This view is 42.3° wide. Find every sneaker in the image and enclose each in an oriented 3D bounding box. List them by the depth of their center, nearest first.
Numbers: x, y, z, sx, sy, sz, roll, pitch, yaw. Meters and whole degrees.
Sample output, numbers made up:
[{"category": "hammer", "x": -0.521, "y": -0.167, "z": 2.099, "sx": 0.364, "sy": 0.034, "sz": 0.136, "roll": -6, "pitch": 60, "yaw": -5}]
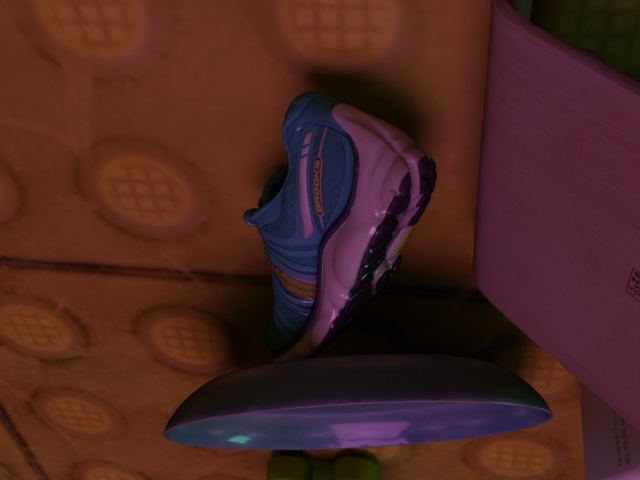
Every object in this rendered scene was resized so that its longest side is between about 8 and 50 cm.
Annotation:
[{"category": "sneaker", "x": 0.000, "y": 0.000, "z": 0.608, "sx": 0.110, "sy": 0.107, "sz": 0.275, "roll": 39, "pitch": 144, "yaw": 14}]

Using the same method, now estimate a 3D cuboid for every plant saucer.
[{"category": "plant saucer", "x": 0.029, "y": 0.140, "z": 0.696, "sx": 0.318, "sy": 0.043, "sz": 0.317, "roll": -3, "pitch": 160, "yaw": -1}]

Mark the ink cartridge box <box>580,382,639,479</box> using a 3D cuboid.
[{"category": "ink cartridge box", "x": 0.377, "y": 0.152, "z": 0.655, "sx": 0.198, "sy": 0.114, "sz": 0.273, "roll": 34, "pitch": 134, "yaw": -23}]

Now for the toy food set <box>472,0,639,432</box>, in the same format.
[{"category": "toy food set", "x": 0.204, "y": 0.005, "z": 0.446, "sx": 0.092, "sy": 0.306, "sz": 0.219, "roll": -30, "pitch": 141, "yaw": -21}]

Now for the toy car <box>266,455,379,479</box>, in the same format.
[{"category": "toy car", "x": 0.014, "y": 0.346, "z": 0.932, "sx": 0.149, "sy": 0.155, "sz": 0.188, "roll": -3, "pitch": 148, "yaw": 15}]
